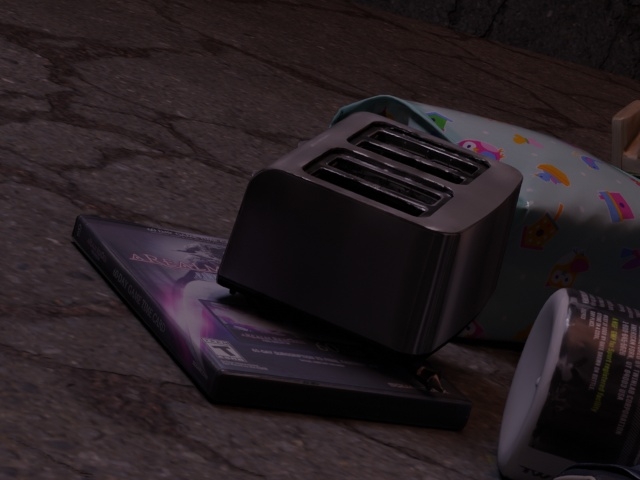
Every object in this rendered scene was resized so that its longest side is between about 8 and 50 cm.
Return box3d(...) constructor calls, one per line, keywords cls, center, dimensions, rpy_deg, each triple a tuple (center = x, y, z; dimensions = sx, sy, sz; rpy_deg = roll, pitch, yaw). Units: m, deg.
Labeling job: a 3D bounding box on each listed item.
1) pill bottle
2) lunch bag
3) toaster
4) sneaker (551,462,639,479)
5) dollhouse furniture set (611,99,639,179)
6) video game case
box3d(cls="pill bottle", center=(0.247, 0.126, 1.164), dimensions=(0.246, 0.130, 0.130), rpy_deg=(18, 15, -1))
box3d(cls="lunch bag", center=(0.147, -0.025, 1.546), dimensions=(0.223, 0.160, 0.262), rpy_deg=(7, 24, -36))
box3d(cls="toaster", center=(0.044, -0.002, 1.278), dimensions=(0.186, 0.110, 0.168), rpy_deg=(23, 27, 18))
box3d(cls="sneaker", center=(0.214, 0.187, 0.975), dimensions=(0.163, 0.086, 0.226), rpy_deg=(9, 14, -46))
box3d(cls="dollhouse furniture set", center=(0.561, -0.051, 2.049), dimensions=(0.362, 0.256, 0.394), rpy_deg=(9, 25, 28))
box3d(cls="video game case", center=(-0.041, 0.054, 1.287), dimensions=(0.196, 0.026, 0.274), rpy_deg=(10, 18, -31))
